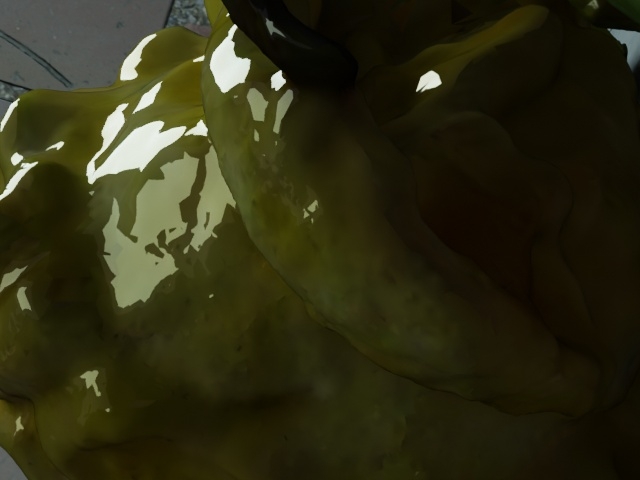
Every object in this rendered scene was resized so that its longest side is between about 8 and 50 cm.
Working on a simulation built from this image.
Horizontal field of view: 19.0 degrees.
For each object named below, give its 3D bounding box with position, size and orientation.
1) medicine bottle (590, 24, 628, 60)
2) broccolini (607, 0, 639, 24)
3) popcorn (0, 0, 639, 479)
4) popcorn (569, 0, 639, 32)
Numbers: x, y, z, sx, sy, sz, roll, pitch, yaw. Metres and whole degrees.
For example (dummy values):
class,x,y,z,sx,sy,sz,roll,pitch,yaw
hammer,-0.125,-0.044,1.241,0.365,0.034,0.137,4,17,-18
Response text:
class,x,y,z,sx,sy,sz,roll,pitch,yaw
medicine bottle,0.112,-0.061,1.205,0.239,0.124,0.124,117,168,-65
broccolini,0.058,-0.126,0.731,0.074,0.079,0.392,-50,34,9
popcorn,0.000,0.000,0.852,0.382,0.349,0.349,82,-161,-60
popcorn,0.158,-0.194,0.829,0.169,0.218,0.189,-28,38,12
